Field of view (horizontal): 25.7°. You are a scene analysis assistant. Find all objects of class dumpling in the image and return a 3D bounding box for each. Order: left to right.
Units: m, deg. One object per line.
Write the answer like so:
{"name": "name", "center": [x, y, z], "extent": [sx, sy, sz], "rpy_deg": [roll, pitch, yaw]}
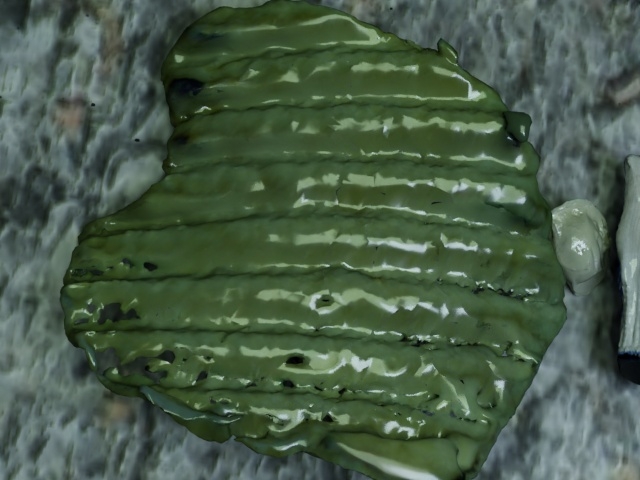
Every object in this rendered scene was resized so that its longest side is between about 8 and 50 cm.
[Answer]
{"name": "dumpling", "center": [0.222, 0.004, 1.179], "extent": [0.057, 0.052, 0.076], "rpy_deg": [-27, 83, 0]}

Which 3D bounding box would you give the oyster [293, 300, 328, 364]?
{"name": "oyster", "center": [0.003, 0.040, 1.153], "extent": [0.086, 0.029, 0.132], "rpy_deg": [3, 80, -8]}

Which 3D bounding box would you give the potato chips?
{"name": "potato chips", "center": [0.007, 0.004, 1.099], "extent": [0.389, 0.097, 0.373], "rpy_deg": [23, 70, 7]}

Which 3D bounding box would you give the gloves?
{"name": "gloves", "center": [0.295, 0.010, 1.169], "extent": [0.119, 0.097, 0.229], "rpy_deg": [18, 83, -10]}
